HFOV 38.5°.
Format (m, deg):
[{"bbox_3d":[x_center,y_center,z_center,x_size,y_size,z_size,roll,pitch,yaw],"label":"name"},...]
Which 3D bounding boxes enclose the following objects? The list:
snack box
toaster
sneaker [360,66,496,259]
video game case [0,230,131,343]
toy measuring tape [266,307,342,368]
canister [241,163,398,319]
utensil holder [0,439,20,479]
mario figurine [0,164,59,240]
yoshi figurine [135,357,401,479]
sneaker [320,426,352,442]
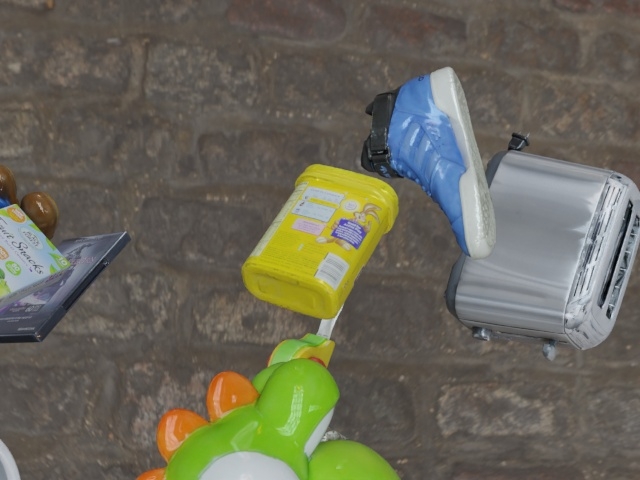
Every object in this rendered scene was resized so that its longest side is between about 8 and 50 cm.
[{"bbox_3d":[-0.358,0.021,1.010,0.100,0.037,0.141,48,27,4],"label":"snack box"},{"bbox_3d":[0.234,0.005,0.932,0.146,0.129,0.227,14,76,32],"label":"toaster"},{"bbox_3d":[0.077,-0.050,0.687,0.084,0.058,0.152,-17,72,19],"label":"sneaker"},{"bbox_3d":[-0.493,0.085,1.689,0.026,0.196,0.274,59,45,-28],"label":"video game case"},{"bbox_3d":[-0.027,0.194,1.806,0.121,0.121,0.330,20,81,1],"label":"toy measuring tape"},{"bbox_3d":[0.000,0.000,1.047,0.126,0.073,0.170,16,50,20],"label":"canister"},{"bbox_3d":[-0.786,0.468,1.723,0.327,0.385,0.328,2,87,-36],"label":"utensil holder"},{"bbox_3d":[-0.454,-0.001,1.023,0.320,0.198,0.170,-37,112,-43],"label":"mario figurine"},{"bbox_3d":[-0.051,0.264,0.627,0.203,0.203,0.362,14,65,35],"label":"yoshi figurine"},{"bbox_3d":[0.094,0.471,1.652,0.410,0.182,0.158,40,62,-15],"label":"sneaker"}]
